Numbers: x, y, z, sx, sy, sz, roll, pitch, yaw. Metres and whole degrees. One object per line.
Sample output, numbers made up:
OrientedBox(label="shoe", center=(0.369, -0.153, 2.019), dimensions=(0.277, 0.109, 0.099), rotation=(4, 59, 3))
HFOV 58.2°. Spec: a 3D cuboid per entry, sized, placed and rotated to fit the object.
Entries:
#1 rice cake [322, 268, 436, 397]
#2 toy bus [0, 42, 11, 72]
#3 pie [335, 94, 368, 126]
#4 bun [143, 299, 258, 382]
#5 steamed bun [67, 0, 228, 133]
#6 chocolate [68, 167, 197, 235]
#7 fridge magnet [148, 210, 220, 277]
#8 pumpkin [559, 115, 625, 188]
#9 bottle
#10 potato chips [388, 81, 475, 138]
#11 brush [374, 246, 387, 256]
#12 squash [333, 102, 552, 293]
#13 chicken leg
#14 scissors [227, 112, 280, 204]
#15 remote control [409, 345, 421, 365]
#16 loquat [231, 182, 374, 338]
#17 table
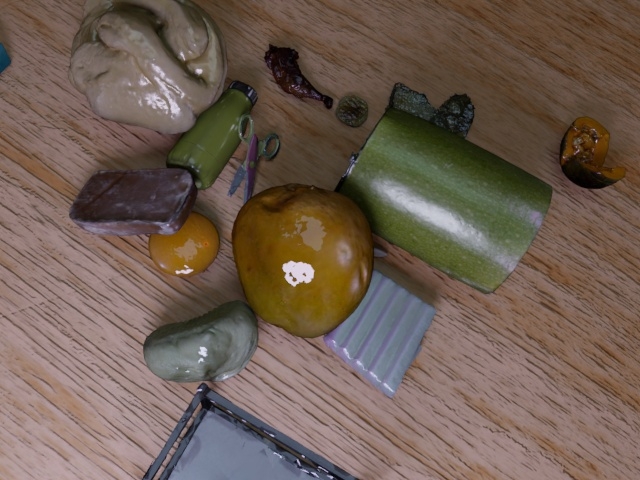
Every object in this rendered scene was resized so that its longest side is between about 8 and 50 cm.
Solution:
OrientedBox(label="rice cake", center=(0.121, 0.175, 1.144), dimensions=(0.189, 0.037, 0.198), rotation=(37, 68, 12))
OrientedBox(label="toy bus", center=(-0.758, -0.370, 1.242), dimensions=(0.091, 0.079, 0.160), rotation=(29, 65, 3))
OrientedBox(label="pie", center=(0.077, -0.311, 1.376), dimensions=(0.084, 0.020, 0.084), rotation=(3, 68, -7))
OrientedBox(label="bun", center=(-0.210, 0.197, 1.059), dimensions=(0.212, 0.204, 0.127), rotation=(-15, 95, 20))
OrientedBox(label="steamed bun", center=(-0.366, -0.401, 1.201), dimensions=(0.324, 0.230, 0.372), rotation=(-15, 50, -9))
OrientedBox(label="chocolate", center=(-0.361, -0.064, 1.145), dimensions=(0.253, 0.080, 0.157), rotation=(1, 48, 16))
OrientedBox(label="fridge magnet", center=(-0.276, 0.007, 1.169), dimensions=(0.143, 0.063, 0.143), rotation=(2, 69, -6))
OrientedBox(label="pumpkin", center=(0.630, -0.193, 1.366), dimensions=(0.119, 0.108, 0.184), rotation=(7, 59, -13))
OrientedBox(label="bottle", center=(-0.225, -0.237, 1.251), dimensions=(0.112, 0.112, 0.260), rotation=(27, 66, 3))
OrientedBox(label="potato chips", center=(0.272, -0.304, 1.403), dimensions=(0.219, 0.029, 0.202), rotation=(-9, 70, -9))
OrientedBox(label="brush", center=(0.000, 0.000, 1.234), dimensions=(0.299, 0.039, 0.042), rotation=(15, 70, -6))
OrientedBox(label="squash", center=(0.237, -0.090, 1.181), dimensions=(0.384, 0.263, 0.263), rotation=(29, 67, 4))
OrientedBox(label="chicken leg", center=(-0.059, -0.390, 1.372), dimensions=(0.089, 0.048, 0.219), rotation=(-33, 76, -16))
OrientedBox(label="scissors", center=(-0.152, -0.170, 1.251), dimensions=(0.020, 0.133, 0.187), rotation=(5, 73, 39))
OrientedBox(label="remote control", center=(0.126, 0.192, 1.174), dimensions=(0.162, 0.029, 0.061), rotation=(38, 65, 13))
OrientedBox(label="loquat", center=(-0.037, 0.034, 1.075), dimensions=(0.276, 0.276, 0.284), rotation=(12, 99, -4))
OrientedBox(label="table", center=(-0.104, 0.421, 0.913), dimensions=(0.335, 0.272, 0.222), rotation=(29, 66, 4))
